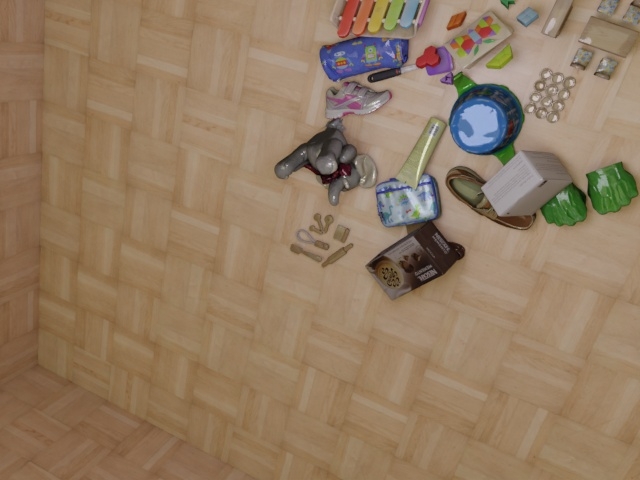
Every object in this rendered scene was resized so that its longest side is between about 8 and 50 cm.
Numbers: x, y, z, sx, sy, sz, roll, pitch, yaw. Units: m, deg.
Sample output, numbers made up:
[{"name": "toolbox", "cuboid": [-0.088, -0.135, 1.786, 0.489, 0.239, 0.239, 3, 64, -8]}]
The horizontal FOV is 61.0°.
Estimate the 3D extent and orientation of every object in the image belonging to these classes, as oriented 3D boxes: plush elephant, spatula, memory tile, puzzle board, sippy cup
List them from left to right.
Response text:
[{"name": "plush elephant", "cuboid": [0.045, -0.251, 1.930, 0.272, 0.330, 0.255, -6, 128, 38]}, {"name": "spatula", "cuboid": [0.294, -0.577, 1.827, 0.297, 0.030, 0.084, -7, 103, 25]}, {"name": "puzzle board", "cuboid": [0.354, -0.082, 1.975, 0.096, 0.011, 0.128, -6, 104, 26]}, {"name": "sippy cup", "cuboid": [0.504, -0.367, 1.697, 0.306, 0.224, 0.240, 26, 115, 14]}, {"name": "memory tile", "cuboid": [0.714, -0.452, 1.699, 0.113, 0.012, 0.148, 25, 115, 14]}]

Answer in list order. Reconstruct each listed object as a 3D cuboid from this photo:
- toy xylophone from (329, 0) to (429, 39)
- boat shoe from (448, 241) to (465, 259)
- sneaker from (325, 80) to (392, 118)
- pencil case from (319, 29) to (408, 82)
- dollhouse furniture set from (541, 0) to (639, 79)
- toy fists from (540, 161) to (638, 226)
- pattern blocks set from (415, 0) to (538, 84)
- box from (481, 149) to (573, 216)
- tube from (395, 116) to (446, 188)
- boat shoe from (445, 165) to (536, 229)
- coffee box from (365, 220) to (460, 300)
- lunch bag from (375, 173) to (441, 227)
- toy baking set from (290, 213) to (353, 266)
[{"name": "toy xylophone", "cuboid": [0.195, -0.741, 1.720, 0.323, 0.081, 0.236, 6, 77, 25]}, {"name": "boat shoe", "cuboid": [0.413, 0.029, 1.952, 0.207, 0.073, 0.073, 8, 113, 22]}, {"name": "sneaker", "cuboid": [0.120, -0.495, 1.878, 0.252, 0.103, 0.111, -4, 117, 23]}, {"name": "pencil case", "cuboid": [0.147, -0.619, 1.825, 0.306, 0.119, 0.133, -6, 104, 25]}, {"name": "dollhouse furniture set", "cuboid": [0.768, -0.597, 1.543, 0.242, 0.161, 0.212, 26, 115, 13]}, {"name": "toy fists", "cuboid": [0.836, -0.135, 1.707, 0.279, 0.096, 0.142, -21, 85, 28]}, {"name": "pattern blocks set", "cuboid": [0.473, -0.609, 1.649, 0.325, 0.026, 0.285, -46, 51, 6]}, {"name": "box", "cuboid": [0.633, -0.172, 1.672, 0.181, 0.182, 0.119, -50, 55, 42]}, {"name": "tube", "cuboid": [0.345, -0.300, 1.850, 0.062, 0.070, 0.240, 24, 101, -13]}, {"name": "boat shoe", "cuboid": [0.554, -0.129, 1.811, 0.324, 0.120, 0.122, 31, 116, 11]}, {"name": "coffee box", "cuboid": [0.319, 0.077, 1.923, 0.168, 0.119, 0.297, 52, 142, 0]}, {"name": "lunch bag", "cuboid": [0.308, -0.143, 1.922, 0.219, 0.090, 0.176, -8, 90, 24]}, {"name": "toy baking set", "cuboid": [0.005, 0.005, 2.145, 0.256, 0.030, 0.196, -42, 85, 28]}]
